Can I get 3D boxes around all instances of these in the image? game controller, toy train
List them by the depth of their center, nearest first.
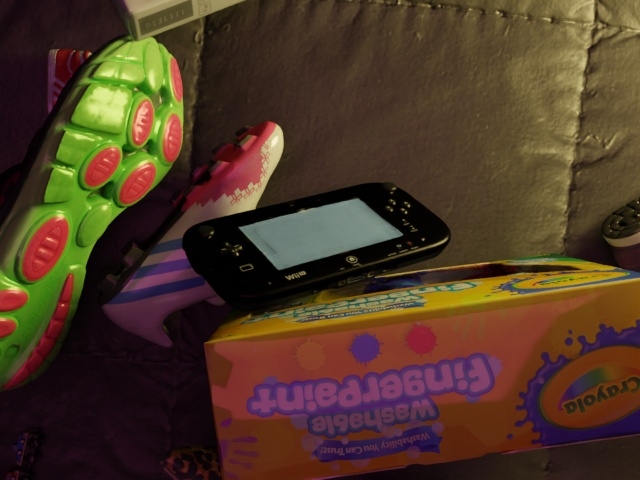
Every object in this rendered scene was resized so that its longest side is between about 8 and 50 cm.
[{"bbox_3d":[0.000,0.000,1.057,0.319,0.166,0.067,-15,119,-28],"label":"game controller"},{"bbox_3d":[-0.409,0.327,1.181,0.036,0.027,0.158,16,93,10],"label":"toy train"}]

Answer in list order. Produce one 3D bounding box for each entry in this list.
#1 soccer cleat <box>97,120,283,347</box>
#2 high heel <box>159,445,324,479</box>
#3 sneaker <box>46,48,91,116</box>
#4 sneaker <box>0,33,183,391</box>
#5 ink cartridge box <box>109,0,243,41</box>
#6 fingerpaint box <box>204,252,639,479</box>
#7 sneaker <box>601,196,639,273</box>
[{"bbox_3d":[-0.143,-0.004,1.138,0.143,0.116,0.331,43,94,-18],"label":"soccer cleat"},{"bbox_3d":[-0.066,0.251,1.100,0.261,0.093,0.186,33,97,-44],"label":"high heel"},{"bbox_3d":[-0.323,-0.194,1.150,0.067,0.042,0.118,-2,90,3],"label":"sneaker"},{"bbox_3d":[-0.341,-0.059,1.074,0.202,0.185,0.483,23,77,36],"label":"sneaker"},{"bbox_3d":[-0.164,-0.398,1.101,0.275,0.060,0.239,-26,67,-16],"label":"ink cartridge box"},{"bbox_3d":[0.114,0.127,1.005,0.445,0.371,0.163,-8,93,1],"label":"fingerpaint box"},{"bbox_3d":[0.517,-0.033,1.150,0.283,0.107,0.124,-30,107,4],"label":"sneaker"}]
